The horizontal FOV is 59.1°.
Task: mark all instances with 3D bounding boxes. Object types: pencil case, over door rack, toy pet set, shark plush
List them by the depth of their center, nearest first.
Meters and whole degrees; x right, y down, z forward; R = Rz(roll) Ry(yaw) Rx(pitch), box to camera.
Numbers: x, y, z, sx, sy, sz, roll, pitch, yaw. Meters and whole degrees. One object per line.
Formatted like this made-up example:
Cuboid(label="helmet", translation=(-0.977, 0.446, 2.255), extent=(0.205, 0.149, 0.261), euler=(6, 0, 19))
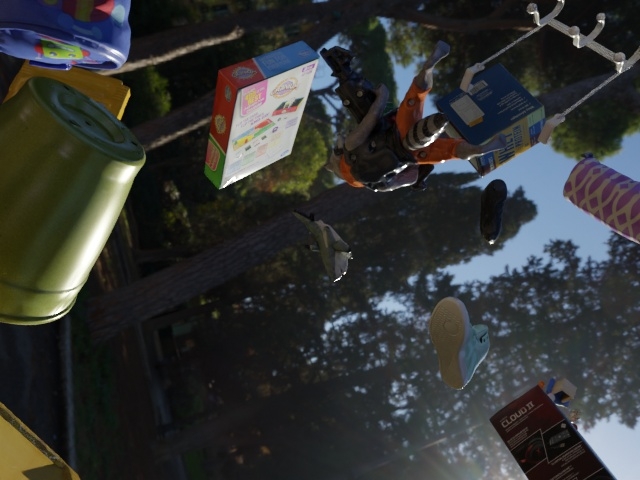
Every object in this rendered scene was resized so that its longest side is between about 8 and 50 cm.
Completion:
Cuboid(label="pencil case", translation=(-0.215, -0.291, 0.473), extent=(0.133, 0.119, 0.307), euler=(3, -91, 60))
Cuboid(label="pencil case", translation=(0.482, -0.055, 0.885), extent=(0.206, 0.088, 0.086), euler=(49, -46, 43))
Cuboid(label="shark plush", translation=(0.000, 0.000, 1.107), extent=(0.161, 0.067, 0.073), euler=(50, -3, 1))
Cuboid(label="over door rack", translation=(0.503, -0.389, 1.208), extent=(0.239, 0.324, 0.108), euler=(44, -12, 26))
Cuboid(label="toy pet set", translation=(0.545, 0.376, 1.325), extent=(0.122, 0.114, 0.065), euler=(40, -39, 5))

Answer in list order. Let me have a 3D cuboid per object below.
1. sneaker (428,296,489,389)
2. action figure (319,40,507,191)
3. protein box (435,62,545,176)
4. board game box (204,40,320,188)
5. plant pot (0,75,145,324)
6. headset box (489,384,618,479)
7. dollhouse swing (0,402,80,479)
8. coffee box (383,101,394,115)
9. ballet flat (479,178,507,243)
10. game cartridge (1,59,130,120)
Cuboid(label="sneaker", translation=(0.337, 0.210, 1.337), extent=(0.094, 0.151, 0.256), euler=(16, -50, 38))
Cuboid(label="action figure", translation=(0.114, -0.211, 1.022), extent=(0.341, 0.179, 0.330), euler=(46, -40, -13))
Cuboid(label="protein box", translation=(0.451, -0.320, 1.498), extent=(0.201, 0.199, 0.136), euler=(63, 7, 35))
Cuboid(label="board game box", translation=(-0.142, -0.285, 1.311), extent=(0.064, 0.242, 0.317), euler=(46, -36, 16))
Cuboid(label="plant pot", translation=(-0.527, -0.096, 1.058), extent=(0.366, 0.353, 0.366), euler=(41, 12, -11))
Cuboid(label="headset box", translation=(0.417, 0.394, 0.922), extent=(0.218, 0.110, 0.293), euler=(46, 10, -33))
Cuboid(label="dollhouse swing", translation=(-0.489, 0.282, 0.628), extent=(0.347, 0.315, 0.305), euler=(50, -4, -13))
Cuboid(label="coffee box", translation=(0.205, -0.341, 1.757), extent=(0.184, 0.040, 0.113), euler=(-92, -169, -52))
Cuboid(label="ballet flat", translation=(0.402, -0.072, 1.323), extent=(0.049, 0.057, 0.173), euler=(65, 39, -53))
Cuboid(label="game cartridge", translation=(-0.689, -0.327, 1.491), extent=(0.053, 0.285, 0.324), euler=(120, -18, -63))
